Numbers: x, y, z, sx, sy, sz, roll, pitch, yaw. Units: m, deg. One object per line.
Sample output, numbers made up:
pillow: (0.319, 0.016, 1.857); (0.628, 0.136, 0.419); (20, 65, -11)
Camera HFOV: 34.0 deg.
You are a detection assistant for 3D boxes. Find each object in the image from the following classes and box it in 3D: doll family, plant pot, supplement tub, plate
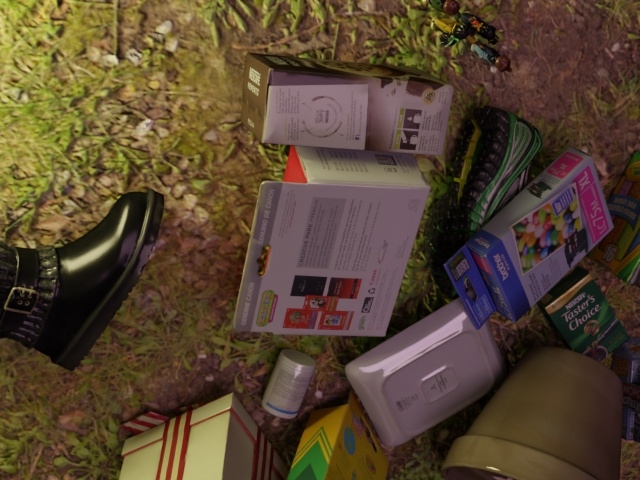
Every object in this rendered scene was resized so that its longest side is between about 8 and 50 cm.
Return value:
doll family: (0.244, -0.337, 1.710); (0.193, 0.111, 0.076); (20, 102, -22)
plant pot: (0.415, 0.356, 1.905); (0.323, 0.323, 0.280); (35, 67, -24)
supplement tub: (-0.057, 0.254, 1.853); (0.071, 0.071, 0.107); (17, 104, -21)
plate: (0.206, 0.248, 1.897); (0.278, 0.045, 0.277); (-30, 134, -4)

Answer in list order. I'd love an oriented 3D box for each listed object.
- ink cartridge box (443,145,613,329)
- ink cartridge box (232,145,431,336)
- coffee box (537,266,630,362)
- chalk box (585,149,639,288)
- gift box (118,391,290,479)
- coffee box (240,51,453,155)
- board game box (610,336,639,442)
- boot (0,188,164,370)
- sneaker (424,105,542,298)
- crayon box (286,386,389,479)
ink cartridge box: (0.362, 0.007, 1.791); (0.311, 0.065, 0.185); (-40, 131, -11)
ink cartridge box: (0.000, 0.000, 1.702); (0.272, 0.130, 0.309); (3, 126, -17)
coffee box: (0.501, 0.152, 2.000); (0.113, 0.040, 0.184); (-36, 115, -2)
chalk box: (0.645, -0.045, 1.901); (0.180, 0.179, 0.288); (24, 100, -22)
gift box: (-0.215, 0.430, 1.774); (0.276, 0.258, 0.255); (-20, 117, 12)
coffee box: (0.036, -0.218, 1.660); (0.297, 0.168, 0.118); (2, 108, -18)
board game box: (0.621, 0.291, 2.028); (0.060, 0.194, 0.194); (1, 94, -18)
boot: (-0.424, 0.025, 1.628); (0.260, 0.131, 0.348); (30, 99, -24)
sneaker: (0.291, -0.052, 1.816); (0.146, 0.134, 0.343); (11, 109, -28)
crayon box: (0.030, 0.437, 1.851); (0.081, 0.318, 0.202); (-14, 116, 23)
